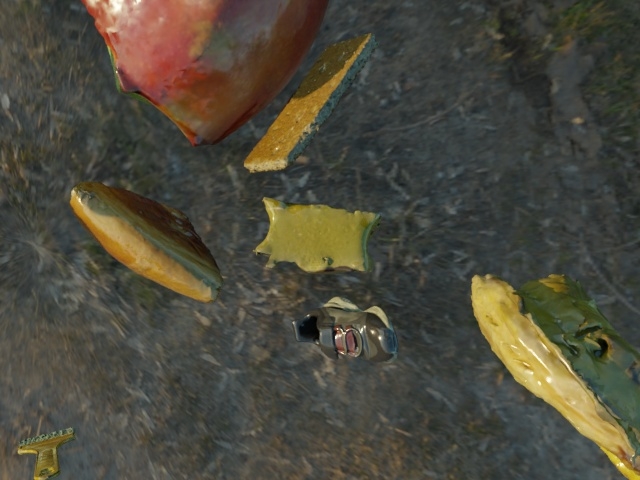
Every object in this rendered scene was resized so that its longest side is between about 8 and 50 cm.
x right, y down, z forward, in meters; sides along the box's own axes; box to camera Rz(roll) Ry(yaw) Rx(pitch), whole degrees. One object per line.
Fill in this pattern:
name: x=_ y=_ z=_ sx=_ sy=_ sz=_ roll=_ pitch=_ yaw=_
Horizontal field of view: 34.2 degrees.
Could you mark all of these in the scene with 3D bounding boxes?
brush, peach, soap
brush: x=-0.372 y=0.290 z=1.411 sx=0.082 sy=0.218 sz=0.010 roll=-14 pitch=97 yaw=-12
peach: x=-0.113 y=-0.249 z=0.950 sx=0.281 sy=0.281 sz=0.338 roll=15 pitch=78 yaw=-15
soap: x=0.000 y=-0.002 z=1.214 sx=0.135 sy=0.233 sz=0.076 roll=9 pitch=91 yaw=2

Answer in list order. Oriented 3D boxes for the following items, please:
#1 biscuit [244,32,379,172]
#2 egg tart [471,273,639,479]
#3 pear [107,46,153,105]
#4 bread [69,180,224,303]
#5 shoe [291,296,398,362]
biscuit: x=-0.012 y=-0.185 z=1.409 sx=0.025 sy=0.131 sz=0.231 roll=42 pitch=72 yaw=-24
egg tart: x=0.234 y=0.118 z=0.860 sx=0.095 sy=0.279 sz=0.279 roll=-44 pitch=101 yaw=5
pear: x=-0.247 y=-0.336 z=1.554 sx=0.159 sy=0.292 sz=0.293 roll=-8 pitch=92 yaw=-13
bread: x=-0.137 y=0.011 z=0.917 sx=0.136 sy=0.154 sz=0.054 roll=38 pitch=101 yaw=25
shoe: x=0.039 y=0.159 z=1.738 sx=0.112 sy=0.227 sz=0.099 roll=-13 pitch=104 yaw=-24
